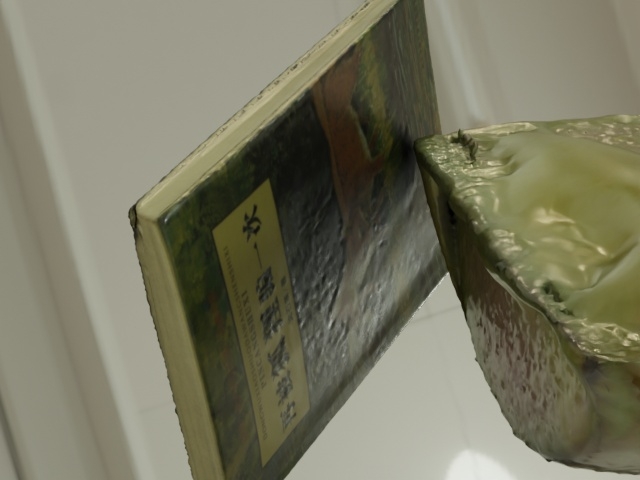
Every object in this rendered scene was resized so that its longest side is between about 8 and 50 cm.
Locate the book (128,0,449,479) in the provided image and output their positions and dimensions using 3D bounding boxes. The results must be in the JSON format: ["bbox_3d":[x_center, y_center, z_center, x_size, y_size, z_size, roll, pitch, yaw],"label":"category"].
[{"bbox_3d":[0.000,0.000,0.655,0.024,0.228,0.160,7,-56,28],"label":"book"}]

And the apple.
[{"bbox_3d":[0.154,0.022,0.627,0.265,0.193,0.120,-119,-155,-66],"label":"apple"}]
